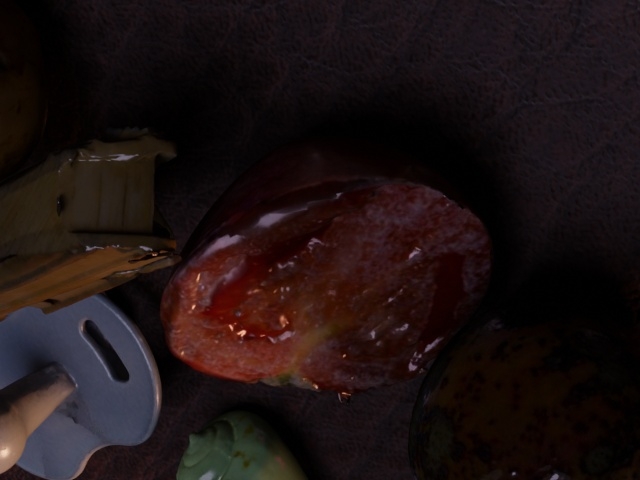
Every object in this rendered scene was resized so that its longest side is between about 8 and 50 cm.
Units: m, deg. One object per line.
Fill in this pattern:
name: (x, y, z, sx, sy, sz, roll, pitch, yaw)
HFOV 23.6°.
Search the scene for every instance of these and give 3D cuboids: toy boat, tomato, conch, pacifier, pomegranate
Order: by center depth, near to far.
pomegranate: (0.249, 0.146, 1.339, 0.341, 0.285, 0.285, -44, 95, 10)
tomato: (-0.002, -0.001, 1.414, 0.309, 0.170, 0.309, -7, 134, -7)
toy boat: (-0.267, 0.003, 1.472, 0.445, 0.162, 0.136, -19, 67, 47)
pomegranate: (-0.383, -0.152, 1.482, 0.248, 0.248, 0.248, 14, 125, 20)
pacifier: (-0.320, 0.161, 1.641, 0.299, 0.233, 0.244, -32, 99, 37)
conch: (-0.070, 0.296, 1.687, 0.143, 0.137, 0.250, -25, 129, 10)
